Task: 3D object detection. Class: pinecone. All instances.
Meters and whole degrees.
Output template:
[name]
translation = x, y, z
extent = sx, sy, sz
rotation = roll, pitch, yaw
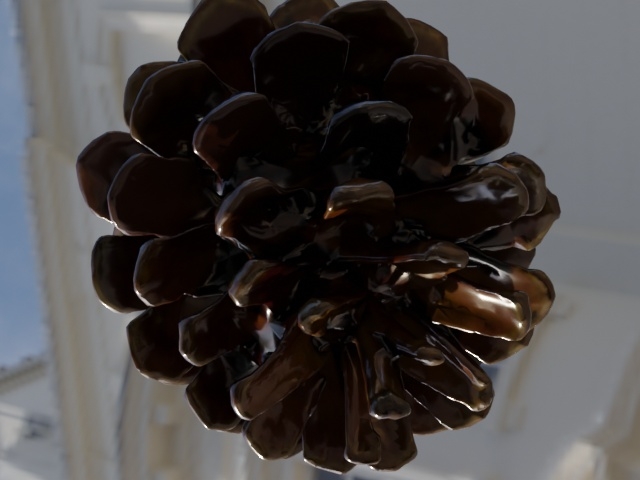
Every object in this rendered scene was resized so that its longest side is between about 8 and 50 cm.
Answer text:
[pinecone]
translation = 0.010, 0.001, 0.964
extent = 0.264, 0.264, 0.264
rotation = -12, -74, -49
